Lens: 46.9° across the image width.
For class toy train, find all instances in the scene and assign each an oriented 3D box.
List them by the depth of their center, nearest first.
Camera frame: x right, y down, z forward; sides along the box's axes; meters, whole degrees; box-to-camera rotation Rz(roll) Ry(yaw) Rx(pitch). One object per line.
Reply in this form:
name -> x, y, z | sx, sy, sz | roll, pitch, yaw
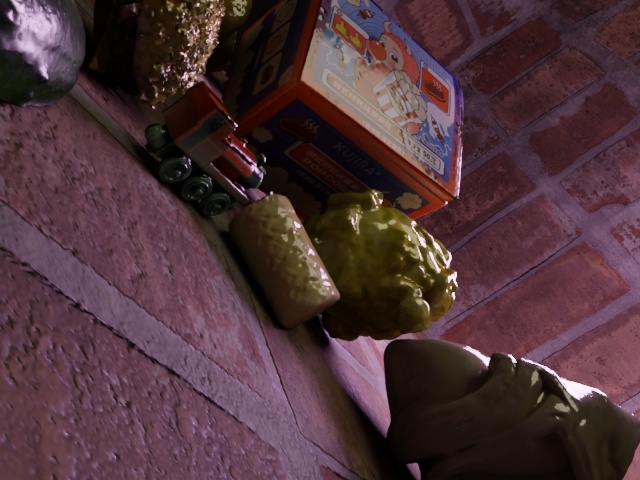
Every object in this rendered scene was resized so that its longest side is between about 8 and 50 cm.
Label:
toy train -> -0.134, -0.102, 0.908 | 0.176, 0.118, 0.074 | 44, 17, -52

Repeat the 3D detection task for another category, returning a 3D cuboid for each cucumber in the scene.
cucumber -> -0.256, -0.192, 0.586 | 0.145, 0.105, 0.325 | 55, 4, 4

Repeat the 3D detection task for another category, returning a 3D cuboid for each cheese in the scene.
cheese -> -0.050, 0.029, 0.995 | 0.167, 0.093, 0.123 | 61, -2, 9

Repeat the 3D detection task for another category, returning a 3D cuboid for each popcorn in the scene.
popcorn -> 0.084, 0.059, 1.169 | 0.250, 0.235, 0.242 | 36, 4, 16

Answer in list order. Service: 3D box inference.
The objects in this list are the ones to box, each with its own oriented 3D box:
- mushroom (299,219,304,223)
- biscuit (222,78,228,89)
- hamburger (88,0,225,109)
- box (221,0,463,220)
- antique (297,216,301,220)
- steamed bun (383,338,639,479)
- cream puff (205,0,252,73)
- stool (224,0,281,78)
mushroom -> 0.000, 0.000, 1.443 | 0.116, 0.093, 0.225 | 34, 15, -2
biscuit -> -0.154, -0.284, 1.884 | 0.295, 0.044, 0.186 | 54, 4, -6
hamburger -> -0.193, -0.295, 0.929 | 0.138, 0.262, 0.243 | 15, 12, -5
box -> 0.038, -0.226, 1.280 | 0.348, 0.257, 0.319 | 35, 47, -28
antique -> 0.014, -0.028, 1.648 | 0.310, 0.093, 0.087 | 55, 7, -5
steamed bun -> 0.260, 0.308, 1.066 | 0.367, 0.255, 0.342 | 26, -15, -27
cream puff -> -0.246, -0.448, 1.281 | 0.274, 0.270, 0.323 | 23, -29, -9
stool -> -0.072, -0.435, 1.856 | 0.297, 0.297, 0.330 | 58, 3, 13
